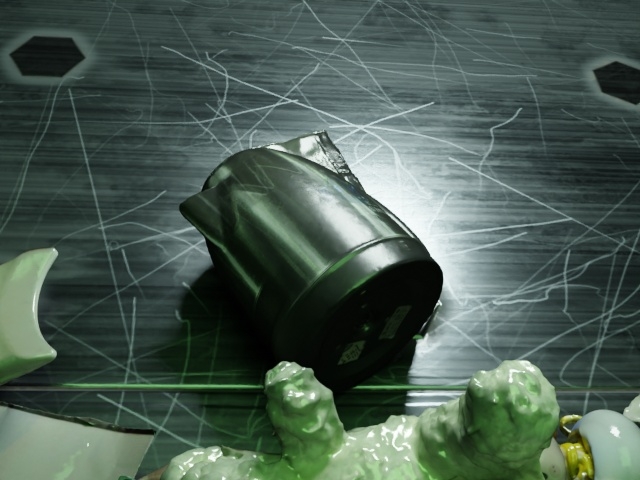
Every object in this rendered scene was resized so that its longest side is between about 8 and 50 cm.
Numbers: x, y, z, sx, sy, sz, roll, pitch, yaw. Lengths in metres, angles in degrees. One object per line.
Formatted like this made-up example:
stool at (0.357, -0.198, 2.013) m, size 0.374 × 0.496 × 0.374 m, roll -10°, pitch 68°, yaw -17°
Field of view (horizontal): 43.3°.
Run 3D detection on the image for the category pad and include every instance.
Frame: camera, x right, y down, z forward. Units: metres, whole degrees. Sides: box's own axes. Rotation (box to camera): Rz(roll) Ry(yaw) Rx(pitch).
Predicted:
pad at (-0.020, -0.074, 1.243) m, size 0.174 × 0.022 × 0.233 m, roll -17°, pitch 55°, yaw -20°

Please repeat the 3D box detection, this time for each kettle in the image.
kettle at (0.000, 0.000, 1.070) m, size 0.321 × 0.228 × 0.324 m, roll -13°, pitch 48°, yaw -40°

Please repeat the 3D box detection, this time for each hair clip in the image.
hair clip at (-0.465, 0.111, 0.984) m, size 0.282 × 0.113 × 0.172 m, roll -2°, pitch 51°, yaw -16°

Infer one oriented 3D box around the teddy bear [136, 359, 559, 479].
teddy bear at (-0.011, 0.273, 0.766) m, size 0.362 × 0.375 × 0.327 m, roll 0°, pitch 69°, yaw -26°

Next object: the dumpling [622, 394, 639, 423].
dumpling at (0.484, 0.206, 1.011) m, size 0.199 × 0.118 × 0.136 m, roll -24°, pitch 53°, yaw -6°

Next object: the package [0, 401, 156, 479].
package at (-0.320, 0.277, 0.865) m, size 0.251 × 0.062 × 0.204 m, roll 3°, pitch 48°, yaw 20°

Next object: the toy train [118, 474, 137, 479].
toy train at (-0.199, 0.330, 0.768) m, size 0.047 × 0.043 × 0.207 m, roll 18°, pitch 81°, yaw -38°

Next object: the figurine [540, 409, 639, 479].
figurine at (0.262, 0.257, 0.924) m, size 0.264 × 0.142 × 0.189 m, roll 4°, pitch 18°, yaw -2°
